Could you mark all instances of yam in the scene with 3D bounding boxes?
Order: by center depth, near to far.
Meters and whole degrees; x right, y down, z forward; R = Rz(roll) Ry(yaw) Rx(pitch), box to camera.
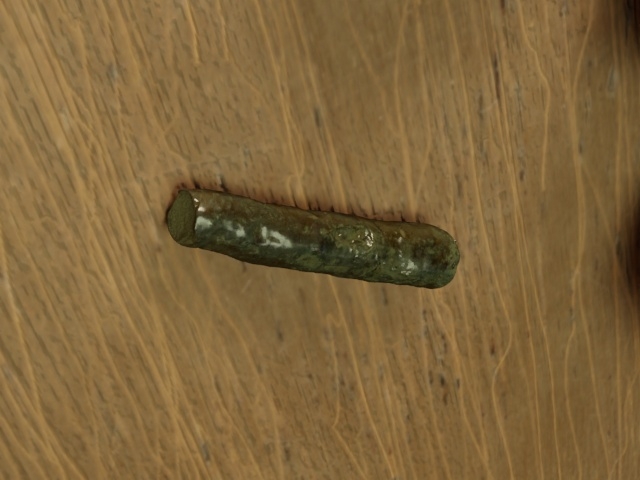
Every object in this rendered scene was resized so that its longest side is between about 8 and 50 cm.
[{"bbox_3d":[0.000,0.000,1.046,0.274,0.061,0.061,9,114,-36],"label":"yam"}]
